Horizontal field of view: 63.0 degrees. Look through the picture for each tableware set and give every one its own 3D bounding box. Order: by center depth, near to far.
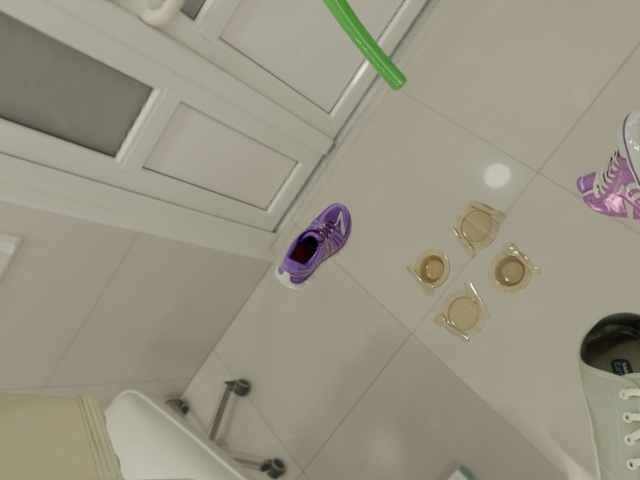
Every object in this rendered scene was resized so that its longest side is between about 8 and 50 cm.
[{"bbox_3d":[0.194,0.038,0.684,0.168,0.020,0.141,-50,51,21],"label":"tableware set"}]

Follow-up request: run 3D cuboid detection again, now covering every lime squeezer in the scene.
[{"bbox_3d":[0.003,-0.274,0.458,0.059,0.110,0.310,-25,68,57],"label":"lime squeezer"}]

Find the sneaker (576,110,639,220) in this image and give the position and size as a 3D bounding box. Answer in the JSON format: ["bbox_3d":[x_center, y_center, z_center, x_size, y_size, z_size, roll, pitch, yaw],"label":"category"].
[{"bbox_3d":[0.532,-0.118,0.941,0.161,0.282,0.102,10,65,45],"label":"sneaker"}]

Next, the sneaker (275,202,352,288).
[{"bbox_3d":[0.000,0.000,0.772,0.068,0.071,0.170,31,54,8],"label":"sneaker"}]

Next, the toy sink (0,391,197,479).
[{"bbox_3d":[-0.231,0.207,0.383,0.131,0.234,0.153,31,102,53],"label":"toy sink"}]

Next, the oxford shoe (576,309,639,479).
[{"bbox_3d":[0.443,0.266,0.686,0.169,0.130,0.449,-9,37,15],"label":"oxford shoe"}]
